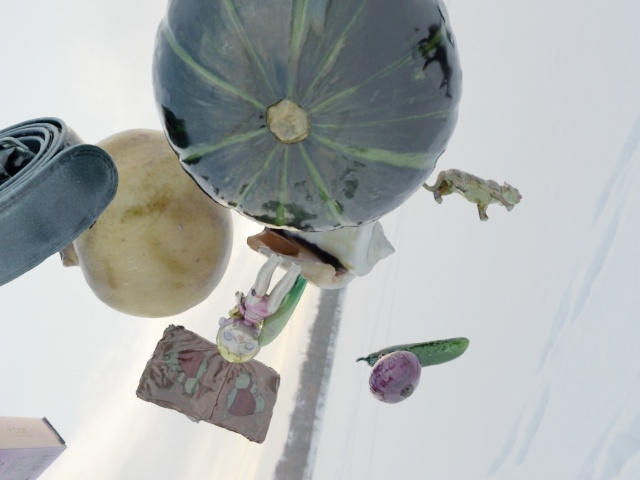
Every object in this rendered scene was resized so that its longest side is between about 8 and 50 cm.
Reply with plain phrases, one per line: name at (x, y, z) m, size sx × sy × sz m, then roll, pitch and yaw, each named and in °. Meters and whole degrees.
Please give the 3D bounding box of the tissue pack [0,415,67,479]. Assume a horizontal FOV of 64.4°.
tissue pack at (-0.608, 0.405, 0.937) m, size 0.148 × 0.092 × 0.246 m, roll -46°, pitch -19°, yaw -13°

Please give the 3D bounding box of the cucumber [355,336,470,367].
cucumber at (0.198, 0.244, 1.076) m, size 0.056 × 0.249 × 0.056 m, roll 171°, pitch 90°, yaw -88°

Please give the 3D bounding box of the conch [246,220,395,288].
conch at (0.007, 0.005, 0.841) m, size 0.127 × 0.254 × 0.159 m, roll 40°, pitch -112°, yaw -47°

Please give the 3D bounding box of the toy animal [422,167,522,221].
toy animal at (0.301, -0.094, 1.006) m, size 0.099 × 0.240 × 0.057 m, roll -93°, pitch 22°, yaw -48°

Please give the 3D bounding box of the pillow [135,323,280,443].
pillow at (-0.182, 0.245, 0.865) m, size 0.049 × 0.248 × 0.135 m, roll -18°, pitch 47°, yaw 48°

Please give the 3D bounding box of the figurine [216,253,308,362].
figurine at (-0.080, 0.090, 0.658) m, size 0.188 × 0.083 × 0.083 m, roll -60°, pitch 6°, yaw 28°

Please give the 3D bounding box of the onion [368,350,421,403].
onion at (0.140, 0.256, 0.973) m, size 0.104 × 0.115 × 0.115 m, roll -122°, pitch 32°, yaw -47°

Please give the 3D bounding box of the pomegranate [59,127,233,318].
pomegranate at (-0.384, -0.033, 1.126) m, size 0.416 × 0.415 × 0.418 m, roll 11°, pitch -90°, yaw -86°

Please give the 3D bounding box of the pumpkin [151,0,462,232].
pumpkin at (-0.015, -0.163, 0.542) m, size 0.241 × 0.322 × 0.324 m, roll -89°, pitch 7°, yaw -63°

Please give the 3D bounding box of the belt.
belt at (-0.358, -0.049, 0.577) m, size 0.207 × 0.267 × 0.116 m, roll -106°, pitch -9°, yaw -48°
